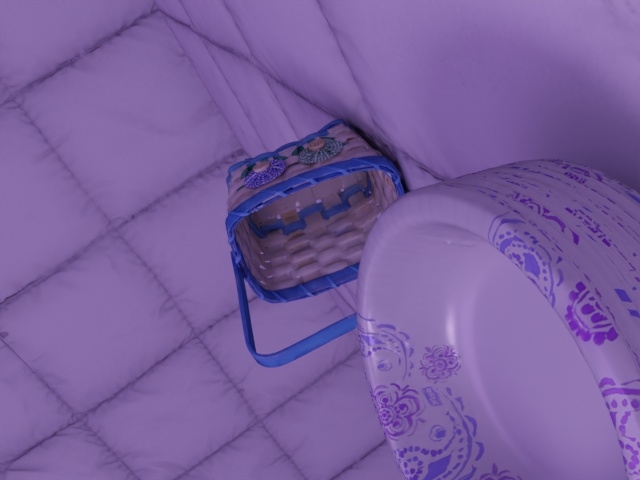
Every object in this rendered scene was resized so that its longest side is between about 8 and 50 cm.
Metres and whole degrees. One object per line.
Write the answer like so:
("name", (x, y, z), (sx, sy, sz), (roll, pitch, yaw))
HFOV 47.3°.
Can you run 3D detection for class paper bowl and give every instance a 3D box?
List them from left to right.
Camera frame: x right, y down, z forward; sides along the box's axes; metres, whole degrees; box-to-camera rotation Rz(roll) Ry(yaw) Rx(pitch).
("paper bowl", (0.152, 0.088, 0.472), (0.284, 0.148, 0.284), (48, 147, 47))

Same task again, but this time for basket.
("basket", (0.000, 0.000, 0.914), (0.201, 0.254, 0.289), (67, 178, -51))
